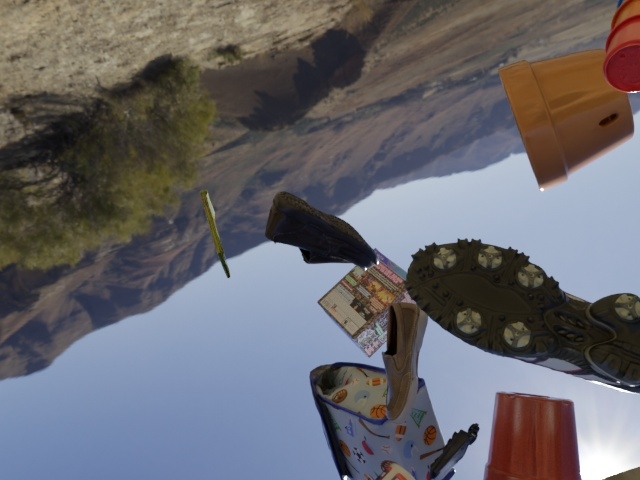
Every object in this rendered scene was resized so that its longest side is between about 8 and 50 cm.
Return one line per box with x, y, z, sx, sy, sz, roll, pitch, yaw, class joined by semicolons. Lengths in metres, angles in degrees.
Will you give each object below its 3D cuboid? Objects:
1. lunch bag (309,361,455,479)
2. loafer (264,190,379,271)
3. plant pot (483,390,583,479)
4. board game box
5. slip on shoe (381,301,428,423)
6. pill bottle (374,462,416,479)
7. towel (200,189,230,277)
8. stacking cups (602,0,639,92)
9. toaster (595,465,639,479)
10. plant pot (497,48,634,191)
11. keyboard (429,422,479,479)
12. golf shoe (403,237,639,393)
0.135;0.541;1.436;0.238;0.328;0.385;-28;-162;-33;lunch bag
0.000;0.000;0.775;0.078;0.220;0.080;-53;-144;13;loafer
0.575;0.554;1.357;0.272;0.265;0.272;6;168;1;plant pot
0.180;0.212;1.751;0.291;0.141;0.232;-42;-137;-6;board game box
0.088;0.137;0.573;0.041;0.135;0.051;14;177;-17;slip on shoe
0.122;0.573;1.049;0.193;0.108;0.108;-36;-167;-22;pill bottle
-0.265;-0.021;1.285;0.021;0.102;0.237;-19;-131;-7;towel
0.430;-0.289;0.652;0.096;0.096;0.316;-12;-144;48;stacking cups
0.189;0.254;0.308;0.185;0.110;0.168;-25;-151;12;toaster
0.531;-0.276;1.087;0.203;0.291;0.291;-20;-174;23;plant pot
0.192;0.311;0.734;0.108;0.023;0.180;-41;151;-13;keyboard
0.212;0.086;0.494;0.272;0.105;0.120;19;159;20;golf shoe
